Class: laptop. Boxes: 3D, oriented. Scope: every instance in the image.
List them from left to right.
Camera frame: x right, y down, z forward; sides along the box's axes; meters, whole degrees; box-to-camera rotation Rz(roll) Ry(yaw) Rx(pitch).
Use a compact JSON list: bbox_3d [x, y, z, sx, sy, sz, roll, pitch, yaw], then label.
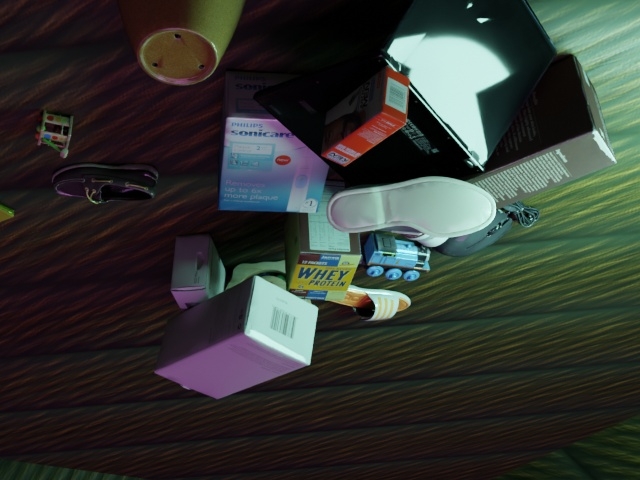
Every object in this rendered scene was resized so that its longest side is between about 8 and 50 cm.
[{"bbox_3d":[0.165,-0.298,1.575,0.407,0.236,0.382,-13,147,33],"label":"laptop"}]

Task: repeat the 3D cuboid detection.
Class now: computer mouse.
[{"bbox_3d":[0.373,-0.026,2.092,0.272,0.072,0.188,-26,142,31],"label":"computer mouse"}]

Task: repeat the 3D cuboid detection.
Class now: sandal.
[{"bbox_3d":[0.119,0.181,2.380,0.265,0.076,0.102,10,145,-20],"label":"sandal"}]

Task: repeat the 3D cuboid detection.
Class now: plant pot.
[{"bbox_3d":[-0.212,-0.371,1.341,0.237,0.254,0.237,-3,146,-2],"label":"plant pot"}]

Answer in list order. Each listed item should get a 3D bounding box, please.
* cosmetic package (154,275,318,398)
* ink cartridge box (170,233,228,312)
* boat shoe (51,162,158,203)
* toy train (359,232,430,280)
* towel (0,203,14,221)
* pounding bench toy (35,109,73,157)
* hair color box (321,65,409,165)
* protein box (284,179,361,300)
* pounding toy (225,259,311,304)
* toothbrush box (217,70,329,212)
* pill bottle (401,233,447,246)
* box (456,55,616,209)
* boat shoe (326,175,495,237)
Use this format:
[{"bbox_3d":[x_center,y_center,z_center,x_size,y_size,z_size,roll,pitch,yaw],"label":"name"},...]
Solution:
[{"bbox_3d":[-0.200,0.235,2.038,0.197,0.155,0.365,31,143,-32],"label":"cosmetic package"},{"bbox_3d":[-0.293,0.107,2.152,0.092,0.159,0.218,-3,147,5],"label":"ink cartridge box"},{"bbox_3d":[-0.464,-0.117,1.874,0.227,0.069,0.081,-4,147,0],"label":"boat shoe"},{"bbox_3d":[0.188,0.043,2.177,0.184,0.080,0.105,8,139,-16],"label":"toy train"},{"bbox_3d":[-0.795,-0.099,1.920,0.102,0.021,0.237,-16,146,28],"label":"towel"},{"bbox_3d":[-0.526,-0.205,1.720,0.065,0.083,0.052,10,145,-21],"label":"pounding bench toy"},{"bbox_3d":[0.071,-0.199,1.426,0.053,0.093,0.167,22,149,-26],"label":"hair color box"},{"bbox_3d":[0.000,0.000,1.976,0.135,0.201,0.200,3,146,-10],"label":"protein box"},{"bbox_3d":[-0.101,0.152,2.245,0.269,0.154,0.155,-5,147,3],"label":"pounding toy"},{"bbox_3d":[-0.091,-0.190,1.748,0.216,0.126,0.295,2,145,-10],"label":"toothbrush box"},{"bbox_3d":[0.200,-0.074,1.956,0.121,0.121,0.221,-25,141,29],"label":"pill bottle"},{"bbox_3d":[0.365,-0.187,1.740,0.381,0.191,0.143,-22,143,28],"label":"box"},{"bbox_3d":[0.173,-0.067,1.688,0.319,0.116,0.099,-2,-172,5],"label":"boat shoe"}]
